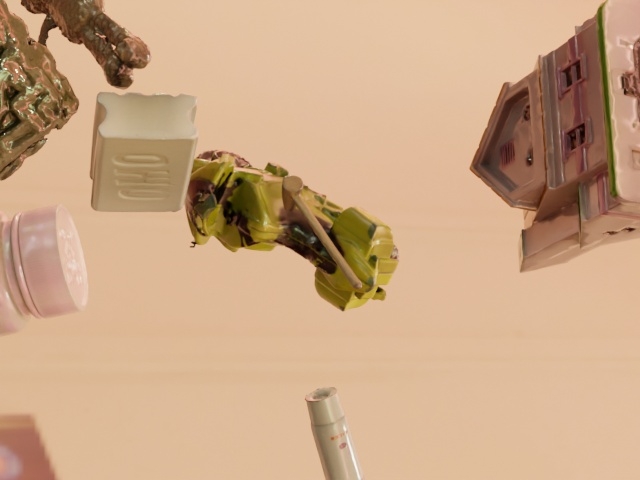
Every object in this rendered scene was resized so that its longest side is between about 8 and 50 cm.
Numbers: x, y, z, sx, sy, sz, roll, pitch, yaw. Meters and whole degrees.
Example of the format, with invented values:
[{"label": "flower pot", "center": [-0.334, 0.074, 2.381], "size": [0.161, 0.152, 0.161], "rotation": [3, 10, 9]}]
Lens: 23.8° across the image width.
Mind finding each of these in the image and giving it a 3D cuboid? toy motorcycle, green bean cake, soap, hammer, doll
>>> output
[{"label": "toy motorcycle", "center": [-0.054, -0.029, 2.091], "size": [0.342, 0.206, 0.142], "rotation": [29, -54, 15]}, {"label": "green bean cake", "center": [-0.425, -0.176, 1.685], "size": [0.255, 0.241, 0.132], "rotation": [56, -6, -27]}, {"label": "soap", "center": [-0.214, -0.104, 1.826], "size": [0.198, 0.119, 0.067], "rotation": [113, -24, -63]}, {"label": "hammer", "center": [0.000, 0.000, 1.978], "size": [0.195, 0.028, 0.060], "rotation": [56, -24, 33]}, {"label": "doll", "center": [-0.303, -0.280, 1.886], "size": [0.202, 0.091, 0.286], "rotation": [-39, -124, 39]}]

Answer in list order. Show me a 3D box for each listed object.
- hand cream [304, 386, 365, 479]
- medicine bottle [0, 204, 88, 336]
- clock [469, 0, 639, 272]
[{"label": "hand cream", "center": [0.041, 0.384, 2.342], "size": [0.058, 0.085, 0.331], "rotation": [6, -64, 49]}, {"label": "medicine bottle", "center": [-0.593, 0.065, 2.523], "size": [0.213, 0.378, 0.214], "rotation": [-12, 90, -87]}, {"label": "clock", "center": [0.300, -0.103, 1.724], "size": [0.309, 0.166, 0.235], "rotation": [148, -55, -59]}]
